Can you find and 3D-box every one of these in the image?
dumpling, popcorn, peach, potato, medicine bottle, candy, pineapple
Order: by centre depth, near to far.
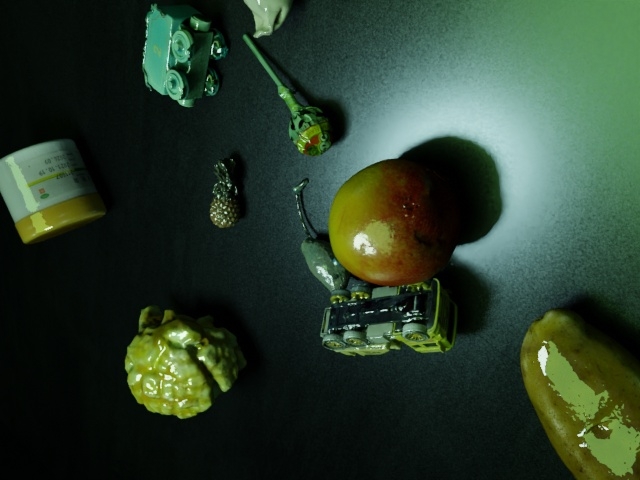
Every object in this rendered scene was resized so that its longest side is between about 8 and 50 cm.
[{"bbox_3d":[0.460,0.281,0.997,0.369,0.177,0.195,56,160,9],"label":"potato"},{"bbox_3d":[0.130,-0.032,1.076,0.231,0.231,0.230,17,120,32],"label":"peach"},{"bbox_3d":[-0.105,-0.477,1.148,0.134,0.100,0.169,42,150,57],"label":"dumpling"},{"bbox_3d":[-0.075,-0.294,1.223,0.305,0.083,0.091,55,150,15],"label":"candy"},{"bbox_3d":[-0.219,-0.111,1.408,0.074,0.074,0.159,23,121,29],"label":"pineapple"},{"bbox_3d":[-0.364,0.322,1.597,0.336,0.279,0.274,-13,121,29],"label":"popcorn"},{"bbox_3d":[-0.754,-0.137,1.712,0.238,0.238,0.231,-17,97,42],"label":"medicine bottle"}]

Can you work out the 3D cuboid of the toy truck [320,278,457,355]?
[{"bbox_3d":[0.137,0.165,1.203,0.272,0.124,0.157,-13,144,37],"label":"toy truck"}]

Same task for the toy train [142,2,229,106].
[{"bbox_3d":[-0.297,-0.398,1.317,0.163,0.112,0.203,40,129,26],"label":"toy train"}]

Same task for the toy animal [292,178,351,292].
[{"bbox_3d":[-0.006,0.000,1.306,0.079,0.070,0.252,-26,79,8],"label":"toy animal"}]
